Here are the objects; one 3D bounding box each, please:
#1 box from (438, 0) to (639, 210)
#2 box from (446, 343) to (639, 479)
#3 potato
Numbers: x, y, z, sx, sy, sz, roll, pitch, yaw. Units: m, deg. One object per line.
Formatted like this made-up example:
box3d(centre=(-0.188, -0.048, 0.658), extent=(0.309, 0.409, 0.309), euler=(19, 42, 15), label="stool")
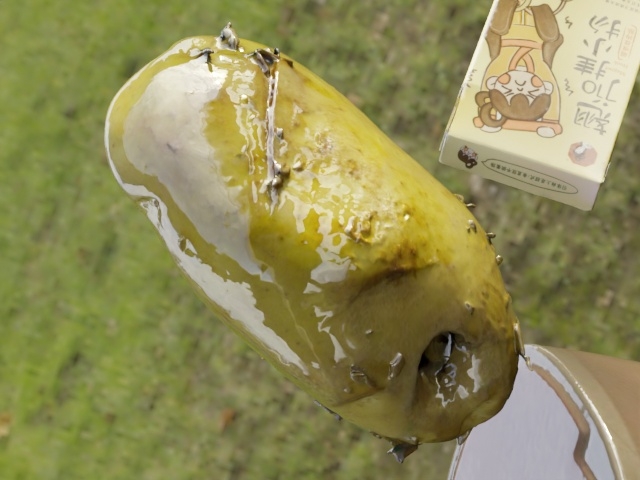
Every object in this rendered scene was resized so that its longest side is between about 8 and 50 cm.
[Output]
box3d(centre=(0.108, -0.086, 0.785), extent=(0.020, 0.073, 0.149), euler=(99, -169, -61), label="box")
box3d(centre=(0.234, 0.229, 1.235), extent=(0.301, 0.216, 0.300), euler=(-173, 90, -73), label="box")
box3d(centre=(0.000, 0.000, 1.056), extent=(0.140, 0.300, 0.173), euler=(-43, 0, 33), label="potato")
